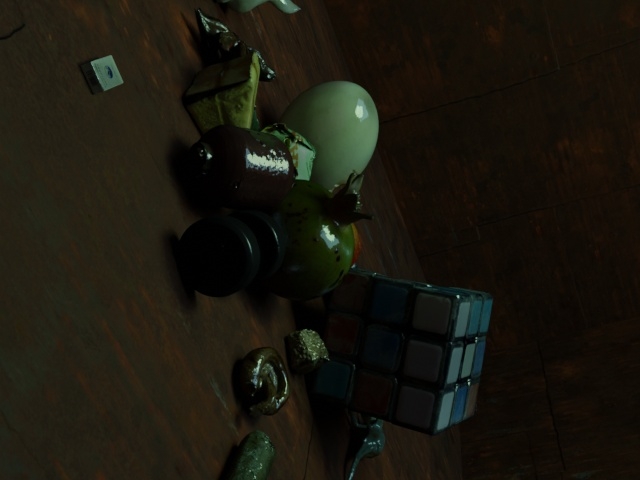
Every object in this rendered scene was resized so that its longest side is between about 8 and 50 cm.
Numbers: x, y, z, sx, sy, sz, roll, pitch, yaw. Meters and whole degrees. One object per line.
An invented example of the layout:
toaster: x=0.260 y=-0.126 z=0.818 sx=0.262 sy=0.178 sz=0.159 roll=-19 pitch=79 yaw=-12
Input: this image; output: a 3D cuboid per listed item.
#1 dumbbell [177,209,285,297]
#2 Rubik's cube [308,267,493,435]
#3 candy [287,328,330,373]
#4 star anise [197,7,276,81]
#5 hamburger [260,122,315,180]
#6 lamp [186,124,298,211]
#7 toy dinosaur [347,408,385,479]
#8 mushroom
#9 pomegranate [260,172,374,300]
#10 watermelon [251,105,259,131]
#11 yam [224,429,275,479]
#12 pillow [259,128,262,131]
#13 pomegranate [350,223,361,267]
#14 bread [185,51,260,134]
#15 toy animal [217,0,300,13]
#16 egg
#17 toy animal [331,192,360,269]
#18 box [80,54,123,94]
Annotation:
dumbbell: x=-0.170 y=0.021 z=1.481 sx=0.218 sy=0.153 sz=0.152 roll=-21 pitch=95 yaw=-74
Rubik's cube: x=0.221 y=0.271 z=1.957 sx=0.363 sy=0.359 sz=0.362 roll=18 pitch=85 yaw=-65
candy: x=-0.033 y=0.269 z=1.839 sx=0.095 sy=0.085 sz=0.110 roll=22 pitch=42 yaw=-58
star anise: x=-0.226 y=-0.459 z=1.861 sx=0.272 sy=0.102 sz=0.272 roll=41 pitch=11 yaw=-9
hamburger: x=-0.115 y=-0.172 z=1.895 sx=0.214 sy=0.125 sz=0.235 roll=16 pitch=103 yaw=-61
lamp: x=-0.169 y=-0.151 z=1.582 sx=0.258 sy=0.180 sz=0.180 roll=8 pitch=64 yaw=-43
toy dinosaur: x=0.124 y=0.544 z=2.112 sx=0.393 sy=0.092 sz=0.205 roll=-81 pitch=156 yaw=-63
mushroom: x=-0.117 y=0.294 z=1.523 sx=0.135 sy=0.080 sz=0.170 roll=55 pitch=21 yaw=-18
pomegranate: x=-0.016 y=-0.019 z=1.747 sx=0.290 sy=0.323 sz=0.291 roll=61 pitch=4 yaw=-7
watermelon: x=-0.202 y=-0.317 z=1.891 sx=0.139 sy=0.071 sz=0.187 roll=-120 pitch=-159 yaw=-58
yam: x=-0.131 y=0.418 z=1.355 sx=0.179 sy=0.078 sz=0.078 roll=-60 pitch=132 yaw=-68
pillow: x=-0.140 y=-0.252 z=2.052 sx=0.091 sy=0.055 sz=0.136 roll=45 pitch=6 yaw=15
pomegranate: x=0.000 y=0.000 z=1.991 sx=0.235 sy=0.210 sz=0.210 roll=64 pitch=18 yaw=-46
bread: x=-0.175 y=-0.278 z=1.746 sx=0.167 sy=0.163 sz=0.264 roll=-88 pitch=157 yaw=-51
toy animal: x=-0.179 y=-0.735 z=2.049 sx=0.367 sy=0.241 sz=0.196 roll=7 pitch=69 yaw=-73
egg: x=0.023 y=-0.304 z=2.166 sx=0.283 sy=0.345 sz=0.283 roll=24 pitch=38 yaw=-20
toy animal: x=0.036 y=-0.022 z=2.365 sx=0.206 sy=0.081 sz=0.367 roll=27 pitch=34 yaw=-56
box: x=-0.377 y=-0.287 z=1.308 sx=0.083 sy=0.024 sz=0.054 roll=-65 pitch=134 yaw=-66
